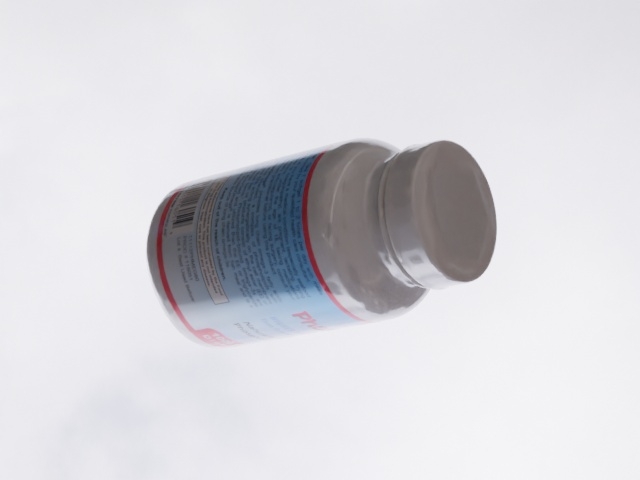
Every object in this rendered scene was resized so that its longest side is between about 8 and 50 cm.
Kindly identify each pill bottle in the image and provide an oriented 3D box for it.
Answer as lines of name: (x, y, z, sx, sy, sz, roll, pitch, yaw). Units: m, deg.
pill bottle: (0.000, 0.000, 0.747, 0.087, 0.160, 0.087, 16, -112, -48)
